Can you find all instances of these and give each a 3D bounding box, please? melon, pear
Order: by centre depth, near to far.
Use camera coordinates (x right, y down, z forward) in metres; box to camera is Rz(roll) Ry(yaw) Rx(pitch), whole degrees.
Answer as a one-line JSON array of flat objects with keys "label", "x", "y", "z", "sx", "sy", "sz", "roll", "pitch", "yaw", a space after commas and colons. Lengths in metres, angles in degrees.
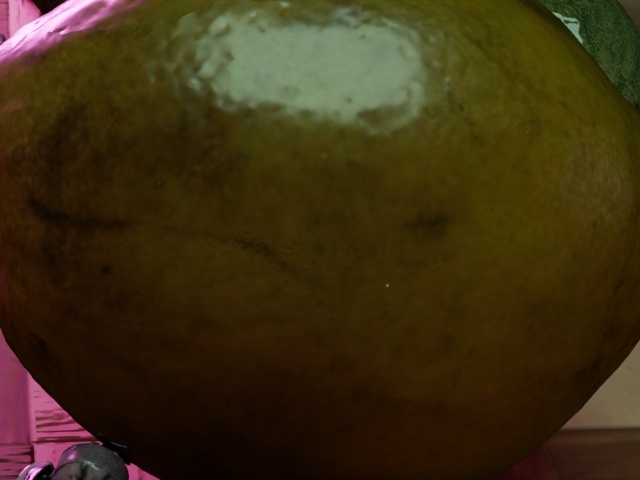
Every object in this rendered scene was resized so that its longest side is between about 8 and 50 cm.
[{"label": "pear", "x": 0.000, "y": 0.000, "z": 0.908, "sx": 0.414, "sy": 0.352, "sz": 0.352, "roll": 6, "pitch": 32, "yaw": -17}, {"label": "melon", "x": 0.170, "y": -0.159, "z": 1.336, "sx": 0.182, "sy": 0.182, "sz": 0.287, "roll": -6, "pitch": 40, "yaw": -21}]

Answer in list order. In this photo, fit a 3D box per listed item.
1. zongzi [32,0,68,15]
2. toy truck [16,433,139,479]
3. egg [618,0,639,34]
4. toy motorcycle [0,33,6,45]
[{"label": "zongzi", "x": -0.223, "y": -0.232, "z": 1.373, "sx": 0.300, "sy": 0.138, "sz": 0.286, "roll": -20, "pitch": 24, "yaw": 34}, {"label": "toy truck", "x": -0.040, "y": 0.192, "z": 0.791, "sx": 0.253, "sy": 0.124, "sz": 0.114, "roll": 10, "pitch": 38, "yaw": 6}, {"label": "egg", "x": 0.300, "y": -0.227, "z": 1.471, "sx": 0.253, "sy": 0.186, "sz": 0.186, "roll": 16, "pitch": 33, "yaw": 8}, {"label": "toy motorcycle", "x": -0.270, "y": -0.141, "z": 1.302, "sx": 0.215, "sy": 0.080, "sz": 0.122, "roll": 9, "pitch": 37, "yaw": 29}]
